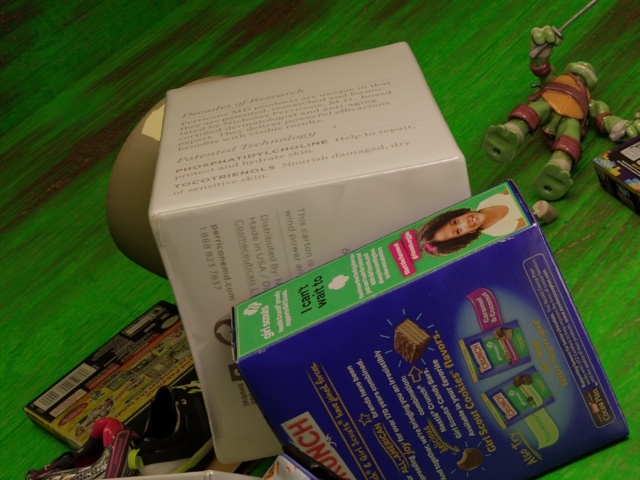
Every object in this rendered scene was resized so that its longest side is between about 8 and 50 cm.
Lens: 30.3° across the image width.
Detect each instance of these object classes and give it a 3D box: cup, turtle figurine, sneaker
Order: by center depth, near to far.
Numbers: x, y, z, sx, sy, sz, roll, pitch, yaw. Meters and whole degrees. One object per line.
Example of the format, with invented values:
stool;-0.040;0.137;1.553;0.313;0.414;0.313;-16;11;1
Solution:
sneaker;-0.336;0.336;1.430;0.299;0.112;0.121;-40;28;-23
sneaker;-0.155;0.206;1.457;0.084;0.097;0.235;-8;32;35
turtle figurine;0.362;-0.205;1.655;0.274;0.198;0.266;-6;37;45
cup;-0.113;-0.047;1.748;0.331;0.331;0.237;-39;51;-22

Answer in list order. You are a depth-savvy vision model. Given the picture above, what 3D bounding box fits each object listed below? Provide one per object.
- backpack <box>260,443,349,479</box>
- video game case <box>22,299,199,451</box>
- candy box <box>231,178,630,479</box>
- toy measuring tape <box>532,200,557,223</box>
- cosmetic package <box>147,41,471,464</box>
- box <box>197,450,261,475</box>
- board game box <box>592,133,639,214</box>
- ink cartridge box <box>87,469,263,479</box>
backpack;0.016;0.308;0.955;0.213;0.263;0.276;-39;28;-22
video game case;-0.271;0.199;1.713;0.275;0.035;0.248;-39;27;-24
candy box;0.108;0.132;1.188;0.317;0.268;0.122;-25;24;5
toy measuring tape;0.170;-0.062;1.667;0.330;0.121;0.121;-7;32;30
cosmetic package;0.000;0.000;1.403;0.327;0.330;0.394;-12;26;1
box;-0.126;0.239;1.508;0.201;0.021;0.164;6;41;49
board game box;0.453;-0.093;1.525;0.141;0.048;0.170;-26;25;-1
ink cartridge box;-0.155;0.294;1.280;0.275;0.239;0.060;-11;69;31
